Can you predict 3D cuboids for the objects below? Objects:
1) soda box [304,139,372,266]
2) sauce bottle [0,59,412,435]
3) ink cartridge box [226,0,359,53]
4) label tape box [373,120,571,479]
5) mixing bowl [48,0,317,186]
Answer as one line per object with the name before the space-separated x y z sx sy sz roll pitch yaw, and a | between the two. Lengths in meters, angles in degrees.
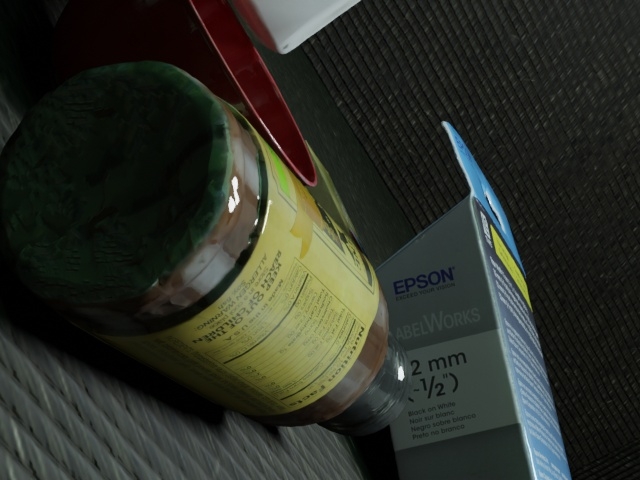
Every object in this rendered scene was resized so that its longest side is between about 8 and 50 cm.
soda box | 0.000 0.000 1.142 0.058 0.061 0.181 53 11 -54
sauce bottle | -0.031 0.030 0.631 0.111 0.111 0.344 64 6 24
ink cartridge box | -0.104 -0.328 0.898 0.285 0.166 0.395 58 -9 -31
label tape box | 0.126 0.108 1.091 0.249 0.115 0.348 44 32 -65
mixing bowl | -0.088 -0.087 0.720 0.181 0.098 0.181 60 7 -11
